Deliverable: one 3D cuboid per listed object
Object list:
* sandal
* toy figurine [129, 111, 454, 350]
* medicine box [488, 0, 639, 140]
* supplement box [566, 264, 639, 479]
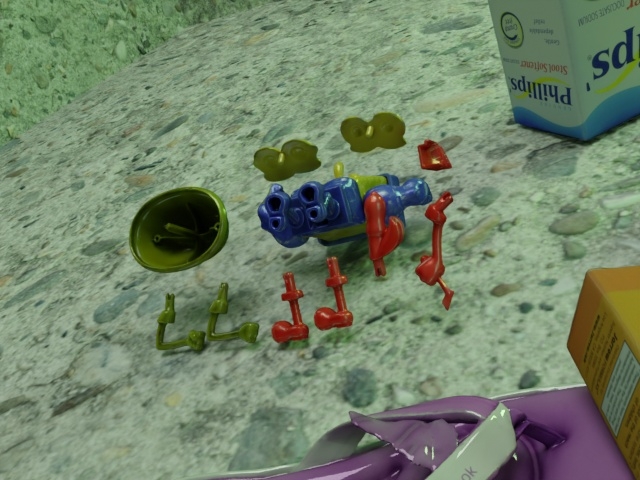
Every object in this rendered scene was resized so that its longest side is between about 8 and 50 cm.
[{"bbox_3d":[0.027,0.162,0.433,0.416,0.102,0.169,-18,29,2],"label":"sandal"},{"bbox_3d":[0.000,0.000,0.779,0.362,0.191,0.217,-15,-4,26],"label":"toy figurine"},{"bbox_3d":[0.362,-0.314,0.878,0.263,0.289,0.149,-27,25,-11],"label":"medicine box"},{"bbox_3d":[0.210,0.112,0.363,0.078,0.080,0.233,-4,37,-4],"label":"supplement box"}]
